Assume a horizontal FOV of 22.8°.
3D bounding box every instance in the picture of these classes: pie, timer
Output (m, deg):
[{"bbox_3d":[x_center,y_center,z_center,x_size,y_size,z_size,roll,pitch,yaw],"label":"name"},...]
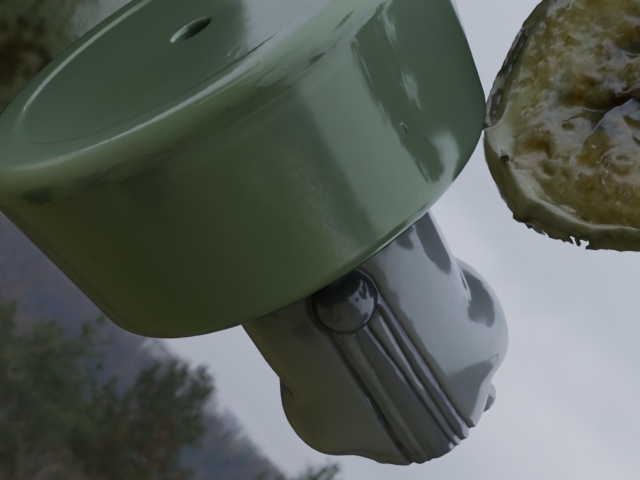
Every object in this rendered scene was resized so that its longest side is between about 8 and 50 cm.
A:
[{"bbox_3d":[0.228,-0.102,1.027,0.274,0.274,0.055,31,-13,47],"label":"pie"},{"bbox_3d":[0.000,0.000,0.948,0.315,0.290,0.290,58,-18,-24],"label":"timer"}]

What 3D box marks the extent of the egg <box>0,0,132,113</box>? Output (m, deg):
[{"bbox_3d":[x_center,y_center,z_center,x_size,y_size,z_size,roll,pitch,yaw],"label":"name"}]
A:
[{"bbox_3d":[-0.286,-0.226,1.245,0.345,0.345,0.428,53,-7,-21],"label":"egg"}]
